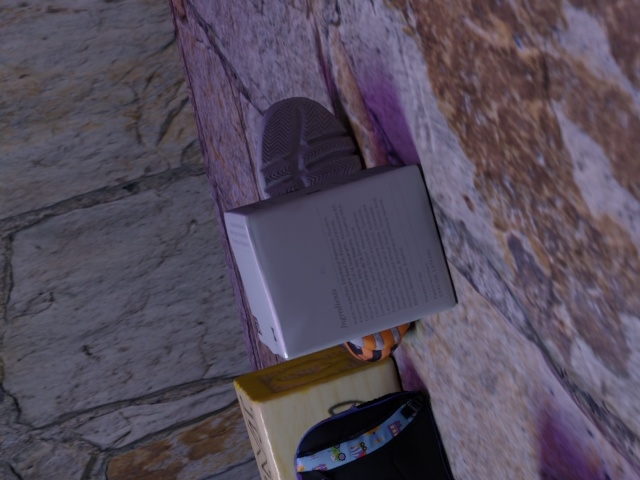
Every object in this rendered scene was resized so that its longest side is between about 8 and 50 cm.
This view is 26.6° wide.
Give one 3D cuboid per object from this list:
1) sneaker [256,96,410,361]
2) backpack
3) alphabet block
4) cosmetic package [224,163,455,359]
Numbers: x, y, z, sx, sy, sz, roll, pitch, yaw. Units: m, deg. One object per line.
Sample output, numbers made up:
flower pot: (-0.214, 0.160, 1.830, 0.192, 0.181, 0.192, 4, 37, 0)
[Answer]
sneaker: (0.000, 0.000, 1.596, 0.180, 0.124, 0.321, 113, 139, -72)
backpack: (0.055, 0.269, 1.588, 0.117, 0.173, 0.158, 137, 115, -78)
alphabet block: (0.011, 0.258, 1.762, 0.193, 0.192, 0.197, -166, 59, -76)
cosmetic package: (0.016, 0.018, 1.378, 0.151, 0.183, 0.151, -171, 65, -78)
